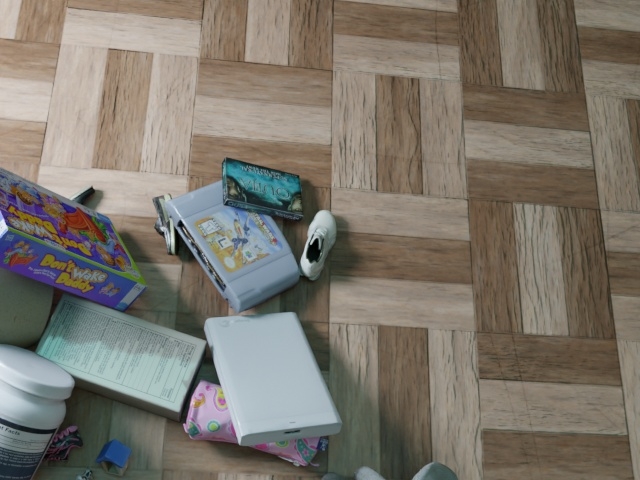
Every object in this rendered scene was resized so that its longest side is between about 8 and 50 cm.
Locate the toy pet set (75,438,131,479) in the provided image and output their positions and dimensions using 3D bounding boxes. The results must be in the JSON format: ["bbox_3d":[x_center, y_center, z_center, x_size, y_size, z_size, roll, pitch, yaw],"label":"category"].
[{"bbox_3d":[-0.405,0.447,1.643,0.122,0.065,0.114,7,42,16],"label":"toy pet set"}]

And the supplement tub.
[{"bbox_3d":[-0.590,0.348,1.570,0.191,0.191,0.272,28,91,4],"label":"supplement tub"}]

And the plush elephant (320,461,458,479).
[{"bbox_3d":[0.159,0.562,1.610,0.256,0.330,0.271,17,56,-21],"label":"plush elephant"}]

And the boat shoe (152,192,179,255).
[{"bbox_3d":[-0.344,-0.032,1.898,0.049,0.056,0.152,-10,61,-4],"label":"boat shoe"}]

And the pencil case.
[{"bbox_3d":[-0.127,0.368,1.717,0.284,0.124,0.124,15,65,-3],"label":"pencil case"}]

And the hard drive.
[{"bbox_3d":[-0.101,0.268,1.718,0.203,0.040,0.307,-2,40,-22],"label":"hard drive"}]

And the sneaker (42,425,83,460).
[{"bbox_3d":[-0.521,0.415,1.680,0.119,0.047,0.057,-31,87,-18],"label":"sneaker"}]

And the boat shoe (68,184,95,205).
[{"bbox_3d":[-0.549,-0.074,1.890,0.133,0.049,0.042,-44,107,-29],"label":"boat shoe"}]

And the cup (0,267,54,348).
[{"bbox_3d":[-0.662,0.104,1.671,0.237,0.331,0.331,14,63,-29],"label":"cup"}]

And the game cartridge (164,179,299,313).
[{"bbox_3d":[-0.184,0.000,1.878,0.198,0.062,0.297,-28,73,-32],"label":"game cartridge"}]

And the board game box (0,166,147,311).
[{"bbox_3d":[-0.524,-0.007,1.673,0.078,0.347,0.233,-46,52,10],"label":"board game box"}]

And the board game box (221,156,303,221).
[{"bbox_3d":[-0.131,-0.115,1.933,0.186,0.026,0.126,12,50,-24],"label":"board game box"}]

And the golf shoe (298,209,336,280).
[{"bbox_3d":[0.000,0.000,1.916,0.069,0.086,0.176,14,64,0],"label":"golf shoe"}]

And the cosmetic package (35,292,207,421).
[{"bbox_3d":[-0.402,0.238,1.735,0.310,0.113,0.160,20,65,0],"label":"cosmetic package"}]
